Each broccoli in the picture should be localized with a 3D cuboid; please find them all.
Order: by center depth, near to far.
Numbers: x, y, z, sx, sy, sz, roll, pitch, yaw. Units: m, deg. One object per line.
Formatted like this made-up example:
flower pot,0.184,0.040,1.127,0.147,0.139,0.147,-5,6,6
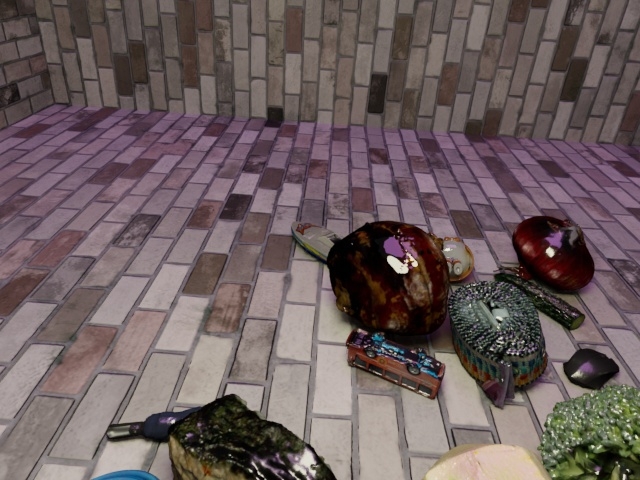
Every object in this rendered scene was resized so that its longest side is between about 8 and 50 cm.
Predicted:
broccoli,0.548,0.383,0.854,0.277,0.338,0.317,-9,41,39

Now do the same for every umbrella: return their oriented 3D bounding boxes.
umbrella,-0.302,0.376,0.975,0.249,0.070,0.071,-7,31,-10

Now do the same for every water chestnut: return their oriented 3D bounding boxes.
water chestnut,0.207,0.086,1.266,0.347,0.334,0.335,-21,38,-28

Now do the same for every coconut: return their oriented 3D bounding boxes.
coconut,0.267,0.439,0.761,0.234,0.232,0.245,-6,33,-17

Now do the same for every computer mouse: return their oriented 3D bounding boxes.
computer mouse,0.676,0.308,1.207,0.172,0.057,0.099,-11,31,-30

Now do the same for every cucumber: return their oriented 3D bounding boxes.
cucumber,0.638,0.163,1.450,0.068,0.067,0.293,-15,34,-30

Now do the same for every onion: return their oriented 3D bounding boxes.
onion,0.707,0.058,1.537,0.273,0.285,0.273,38,24,-20

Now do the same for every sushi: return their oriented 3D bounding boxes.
sushi,-0.119,0.403,0.808,0.350,0.210,0.171,22,39,38

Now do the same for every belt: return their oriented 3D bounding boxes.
belt,0.437,0.239,1.193,0.207,0.160,0.295,-20,32,-3

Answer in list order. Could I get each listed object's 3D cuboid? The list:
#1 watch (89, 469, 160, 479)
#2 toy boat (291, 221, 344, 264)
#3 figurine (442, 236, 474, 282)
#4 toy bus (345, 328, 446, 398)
watch,-0.307,0.488,0.651,0.275,0.241,0.305,4,28,35
toy boat,0.000,0.000,1.629,0.129,0.088,0.295,-22,39,-37
figurine,0.411,0.044,1.552,0.144,0.143,0.271,8,30,8
toy bus,0.172,0.287,1.144,0.235,0.096,0.073,17,33,21
